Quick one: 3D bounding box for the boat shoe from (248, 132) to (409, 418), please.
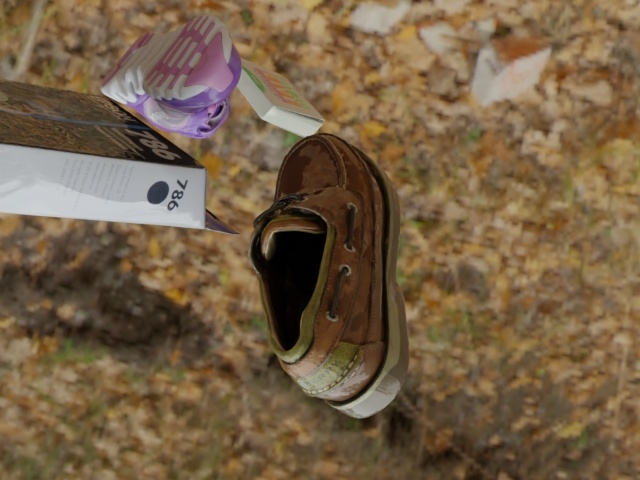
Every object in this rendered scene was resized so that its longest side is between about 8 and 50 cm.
[{"bbox_3d":[0.000,0.000,1.037,0.104,0.307,0.110,32,118,-32],"label":"boat shoe"}]

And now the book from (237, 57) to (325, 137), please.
[{"bbox_3d":[-0.062,-0.184,1.575,0.035,0.096,0.144,-44,161,16],"label":"book"}]

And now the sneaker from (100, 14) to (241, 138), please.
[{"bbox_3d":[-0.122,-0.145,1.184,0.104,0.095,0.236,45,165,-23],"label":"sneaker"}]

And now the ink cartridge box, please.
[{"bbox_3d":[-0.220,-0.076,1.018,0.332,0.065,0.165,6,-157,-49],"label":"ink cartridge box"}]
